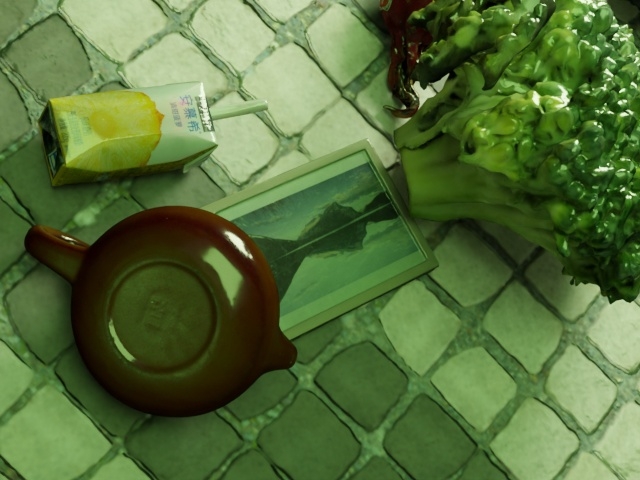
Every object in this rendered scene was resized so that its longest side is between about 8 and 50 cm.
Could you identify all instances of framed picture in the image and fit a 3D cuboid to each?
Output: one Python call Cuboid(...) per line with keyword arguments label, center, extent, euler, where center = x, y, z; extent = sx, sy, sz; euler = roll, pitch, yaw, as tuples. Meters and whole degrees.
Cuboid(label="framed picture", center=(0.000, 0.000, 1.240), extent=(0.203, 0.015, 0.150), euler=(-24, 81, -28))

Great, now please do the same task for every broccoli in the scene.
Cuboid(label="broccoli", center=(0.216, -0.108, 1.211), extent=(0.272, 0.324, 0.334), euler=(-8, 70, -12))

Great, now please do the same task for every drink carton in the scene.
Cuboid(label="drink carton", center=(-0.149, -0.102, 1.181), extent=(0.200, 0.074, 0.084), euler=(-9, 76, -26))

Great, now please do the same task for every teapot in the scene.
Cuboid(label="teapot", center=(-0.138, 0.051, 1.115), extent=(0.252, 0.135, 0.178), euler=(27, 93, 8))

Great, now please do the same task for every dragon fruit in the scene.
Cuboid(label="dragon fruit", center=(0.097, -0.219, 1.320), extent=(0.094, 0.094, 0.190), euler=(23, 76, -14))

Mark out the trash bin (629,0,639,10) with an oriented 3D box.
Cuboid(label="trash bin", center=(0.442, -0.279, 1.442), extent=(0.161, 0.175, 0.175), euler=(42, 61, -15))
